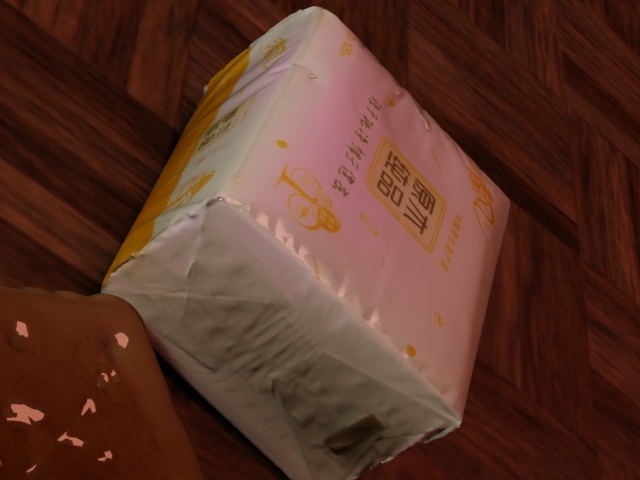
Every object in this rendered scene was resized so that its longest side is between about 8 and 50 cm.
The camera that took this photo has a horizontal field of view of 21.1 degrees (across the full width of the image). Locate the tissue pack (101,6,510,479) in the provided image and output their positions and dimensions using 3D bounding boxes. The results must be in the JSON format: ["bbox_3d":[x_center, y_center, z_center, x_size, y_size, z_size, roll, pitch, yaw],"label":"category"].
[{"bbox_3d":[0.000,0.000,0.979,0.185,0.124,0.225,46,32,-17],"label":"tissue pack"}]

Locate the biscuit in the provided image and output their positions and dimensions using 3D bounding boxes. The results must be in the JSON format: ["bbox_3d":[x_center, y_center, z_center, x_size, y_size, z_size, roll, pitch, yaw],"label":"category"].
[{"bbox_3d":[-0.102,0.161,0.760,0.217,0.044,0.324,3,58,-51],"label":"biscuit"}]
